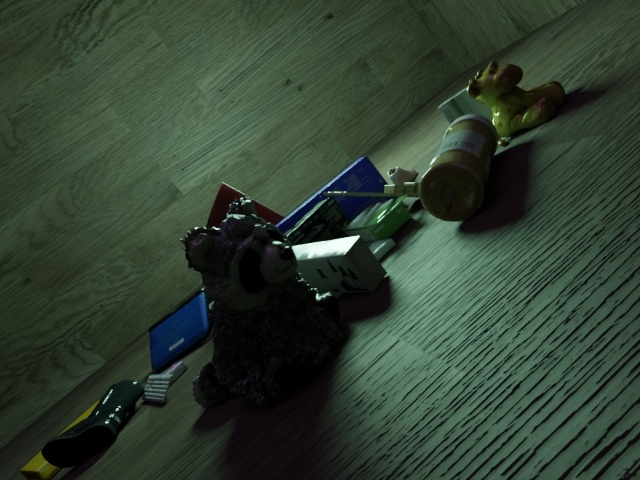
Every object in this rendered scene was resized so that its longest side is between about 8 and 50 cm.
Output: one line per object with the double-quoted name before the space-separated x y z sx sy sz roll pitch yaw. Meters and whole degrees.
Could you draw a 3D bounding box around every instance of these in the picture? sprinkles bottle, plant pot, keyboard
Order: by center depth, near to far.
"sprinkles bottle" 0.295 -0.162 1.145 0.121 0.121 0.355 -33 11 32
"keyboard" -0.448 0.402 1.500 0.256 0.014 0.072 -23 53 58
"plant pot" -0.229 0.007 1.796 0.235 0.267 0.267 -59 -22 -4

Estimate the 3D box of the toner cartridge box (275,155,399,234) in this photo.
"toner cartridge box" 0.038 -0.068 1.557 0.348 0.165 0.075 -39 9 -5

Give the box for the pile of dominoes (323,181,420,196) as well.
"pile of dominoes" 0.135 -0.130 1.379 0.251 0.040 0.196 0 5 -25

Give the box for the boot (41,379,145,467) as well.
"boot" -0.616 0.499 1.518 0.247 0.094 0.207 -29 15 15

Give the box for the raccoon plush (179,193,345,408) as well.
"raccoon plush" -0.178 0.136 0.958 0.446 0.299 0.216 -34 10 27

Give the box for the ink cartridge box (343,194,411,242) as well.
"ink cartridge box" 0.146 -0.043 1.328 0.109 0.062 0.209 -41 10 -16

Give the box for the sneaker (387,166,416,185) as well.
"sneaker" 0.253 -0.208 1.710 0.051 0.070 0.134 -34 9 39

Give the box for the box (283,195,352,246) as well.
"box" 0.000 0.000 1.420 0.180 0.147 0.077 -44 11 -28

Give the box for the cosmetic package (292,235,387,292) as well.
"cosmetic package" 0.016 0.055 1.120 0.060 0.099 0.239 -47 20 -30

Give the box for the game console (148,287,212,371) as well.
"game console" -0.432 0.294 1.890 0.293 0.173 0.250 -36 50 25

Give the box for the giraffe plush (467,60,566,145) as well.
"giraffe plush" 0.445 -0.345 1.306 0.210 0.170 0.181 -33 11 31

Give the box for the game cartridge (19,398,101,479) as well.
"game cartridge" -0.763 0.611 1.722 0.285 0.052 0.324 -28 11 50

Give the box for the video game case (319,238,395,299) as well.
"video game case" 0.064 0.066 1.244 0.190 0.022 0.173 -42 10 -16

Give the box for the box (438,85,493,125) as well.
"box" 0.428 -0.347 1.468 0.186 0.145 0.038 -28 15 51

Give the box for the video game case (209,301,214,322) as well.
"video game case" -0.304 0.190 2.032 0.329 0.036 0.300 -34 10 29

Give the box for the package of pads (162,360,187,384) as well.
"package of pads" -0.420 0.379 1.556 0.083 0.032 0.050 -44 13 -31
